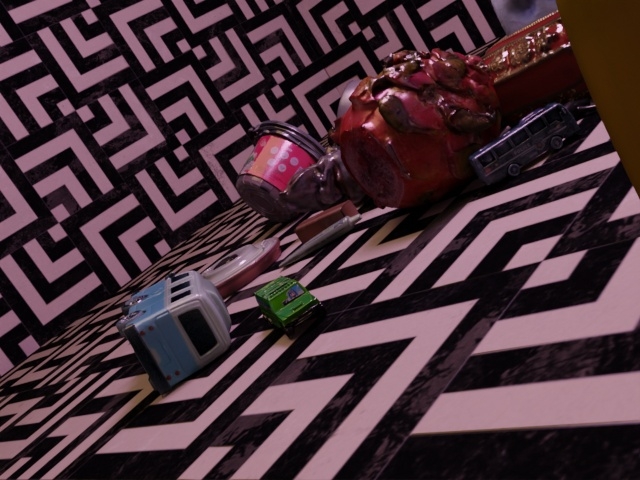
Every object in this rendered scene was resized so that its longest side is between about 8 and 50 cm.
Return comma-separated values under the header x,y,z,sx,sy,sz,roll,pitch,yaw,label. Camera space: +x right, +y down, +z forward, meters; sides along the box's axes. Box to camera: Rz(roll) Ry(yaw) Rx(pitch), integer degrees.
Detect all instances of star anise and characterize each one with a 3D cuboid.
x,y,z,sx,sy,sz,roll,pitch,yaw,label
0.063,-0.148,1.801,0.359,0.139,0.316,-28,25,-20,star anise

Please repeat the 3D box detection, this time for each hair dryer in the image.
x,y,z,sx,sy,sz,roll,pitch,yaw,label
0.440,-0.218,1.286,0.079,0.031,0.083,-29,21,-35,hair dryer

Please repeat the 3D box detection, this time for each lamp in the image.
x,y,z,sx,sy,sz,roll,pitch,yaw,label
0.408,-0.312,1.422,0.274,0.177,0.177,-24,13,46,lamp

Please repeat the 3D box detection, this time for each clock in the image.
x,y,z,sx,sy,sz,roll,pitch,yaw,label
-0.193,0.063,1.754,0.244,0.056,0.244,-32,10,7,clock

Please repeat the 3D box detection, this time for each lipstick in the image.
x,y,z,sx,sy,sz,roll,pitch,yaw,label
0.011,-0.037,1.633,0.145,0.045,0.045,-24,12,43,lipstick

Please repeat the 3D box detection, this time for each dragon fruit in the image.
x,y,z,sx,sy,sz,roll,pitch,yaw,label
0.179,-0.194,1.347,0.291,0.250,0.269,-41,-6,-26,dragon fruit

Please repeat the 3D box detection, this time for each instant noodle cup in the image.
x,y,z,sx,sy,sz,roll,pitch,yaw,label
-0.106,-0.164,2.076,0.302,0.258,0.181,23,65,25,instant noodle cup

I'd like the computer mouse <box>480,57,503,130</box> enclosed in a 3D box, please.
x,y,z,sx,sy,sz,roll,pitch,yaw,label
0.307,-0.268,1.572,0.086,0.137,0.269,-16,20,41,computer mouse

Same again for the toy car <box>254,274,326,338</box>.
x,y,z,sx,sy,sz,roll,pitch,yaw,label
-0.049,0.094,1.172,0.071,0.062,0.165,-34,11,-12,toy car

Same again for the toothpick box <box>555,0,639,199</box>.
x,y,z,sx,sy,sz,roll,pitch,yaw,label
0.289,-0.118,0.573,0.175,0.271,0.175,-31,11,7,toothpick box

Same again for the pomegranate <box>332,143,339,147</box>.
x,y,z,sx,sy,sz,roll,pitch,yaw,label
0.080,-0.226,2.146,0.161,0.122,0.122,-62,16,-7,pomegranate

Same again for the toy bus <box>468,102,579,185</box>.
x,y,z,sx,sy,sz,roll,pitch,yaw,label
0.311,-0.148,1.210,0.166,0.065,0.047,-33,10,3,toy bus

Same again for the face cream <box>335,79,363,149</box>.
x,y,z,sx,sy,sz,roll,pitch,yaw,label
0.150,-0.238,1.607,0.195,0.175,0.175,8,29,23,face cream

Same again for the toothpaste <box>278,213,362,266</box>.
x,y,z,sx,sy,sz,roll,pitch,yaw,label
0.000,0.000,1.552,0.197,0.029,0.048,-31,8,22,toothpaste

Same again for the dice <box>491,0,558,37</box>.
x,y,z,sx,sy,sz,roll,pitch,yaw,label
0.537,-0.519,1.694,0.268,0.264,0.262,-25,13,32,dice

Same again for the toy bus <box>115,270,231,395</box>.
x,y,z,sx,sy,sz,roll,pitch,yaw,label
-0.241,0.139,1.350,0.165,0.133,0.271,-29,13,-6,toy bus
